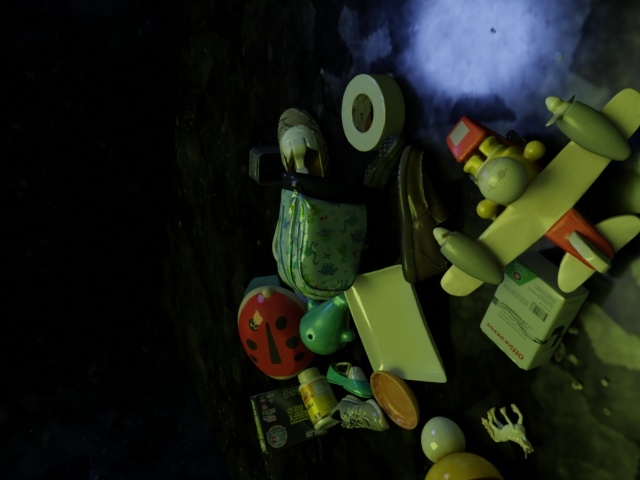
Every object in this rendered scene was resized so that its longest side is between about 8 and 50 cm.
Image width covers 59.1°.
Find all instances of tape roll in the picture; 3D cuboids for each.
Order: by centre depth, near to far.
[{"bbox_3d":[0.149,-0.369,1.635,0.219,0.072,0.219,24,118,57],"label":"tape roll"}]

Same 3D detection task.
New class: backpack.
[{"bbox_3d":[0.000,0.000,1.707,0.273,0.290,0.355,39,114,53],"label":"backpack"}]

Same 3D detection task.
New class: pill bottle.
[{"bbox_3d":[-0.007,0.592,2.125,0.214,0.117,0.117,63,146,29],"label":"pill bottle"}]

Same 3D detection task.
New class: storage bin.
[{"bbox_3d":[-0.165,-0.281,2.092,0.084,0.180,0.121,36,128,50],"label":"storage bin"}]

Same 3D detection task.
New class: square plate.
[{"bbox_3d":[0.214,0.246,1.671,0.347,0.049,0.343,-20,91,60],"label":"square plate"}]

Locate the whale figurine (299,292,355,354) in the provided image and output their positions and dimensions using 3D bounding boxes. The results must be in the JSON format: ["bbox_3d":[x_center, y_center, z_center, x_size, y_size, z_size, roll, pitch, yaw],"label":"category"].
[{"bbox_3d":[0.025,0.276,1.944,0.216,0.141,0.271,42,123,22],"label":"whale figurine"}]

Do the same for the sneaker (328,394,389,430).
[{"bbox_3d":[0.128,0.595,1.877,0.105,0.115,0.281,63,154,-4],"label":"sneaker"}]

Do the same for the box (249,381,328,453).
[{"bbox_3d":[-0.121,0.678,2.194,0.060,0.270,0.216,-33,68,59],"label":"box"}]

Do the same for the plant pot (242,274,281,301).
[{"bbox_3d":[-0.217,0.257,2.295,0.234,0.166,0.165,-92,-8,-53],"label":"plant pot"}]

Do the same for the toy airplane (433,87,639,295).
[{"bbox_3d":[0.399,-0.078,1.076,0.385,0.273,0.385,0,84,41],"label":"toy airplane"}]

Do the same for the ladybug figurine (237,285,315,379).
[{"bbox_3d":[-0.164,0.362,2.116,0.161,0.306,0.449,-81,-19,-53],"label":"ladybug figurine"}]

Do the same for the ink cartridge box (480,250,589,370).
[{"bbox_3d":[0.457,0.152,1.228,0.153,0.087,0.208,50,137,42],"label":"ink cartridge box"}]

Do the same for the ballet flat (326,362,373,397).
[{"bbox_3d":[0.100,0.470,1.950,0.247,0.083,0.087,4,87,58],"label":"ballet flat"}]

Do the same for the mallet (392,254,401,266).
[{"bbox_3d":[0.217,0.104,1.691,0.189,0.039,0.062,-54,54,46],"label":"mallet"}]

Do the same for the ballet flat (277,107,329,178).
[{"bbox_3d":[-0.046,-0.230,1.902,0.182,0.164,0.482,-3,-100,-82],"label":"ballet flat"}]

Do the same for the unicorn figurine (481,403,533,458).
[{"bbox_3d":[0.456,0.455,1.356,0.162,0.060,0.111,117,137,-69],"label":"unicorn figurine"}]

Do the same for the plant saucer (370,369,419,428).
[{"bbox_3d":[0.232,0.478,1.718,0.200,0.037,0.199,38,144,36],"label":"plant saucer"}]

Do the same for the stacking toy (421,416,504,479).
[{"bbox_3d":[0.373,0.652,1.393,0.479,0.351,0.350,-103,23,-48],"label":"stacking toy"}]

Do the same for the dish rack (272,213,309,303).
[{"bbox_3d":[-0.070,0.042,2.129,0.332,0.073,0.285,55,142,37],"label":"dish rack"}]

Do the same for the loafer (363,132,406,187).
[{"bbox_3d":[0.194,-0.222,1.595,0.223,0.078,0.076,122,161,-56],"label":"loafer"}]

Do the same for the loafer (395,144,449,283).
[{"bbox_3d":[0.270,-0.071,1.488,0.134,0.130,0.365,48,-141,-82],"label":"loafer"}]
